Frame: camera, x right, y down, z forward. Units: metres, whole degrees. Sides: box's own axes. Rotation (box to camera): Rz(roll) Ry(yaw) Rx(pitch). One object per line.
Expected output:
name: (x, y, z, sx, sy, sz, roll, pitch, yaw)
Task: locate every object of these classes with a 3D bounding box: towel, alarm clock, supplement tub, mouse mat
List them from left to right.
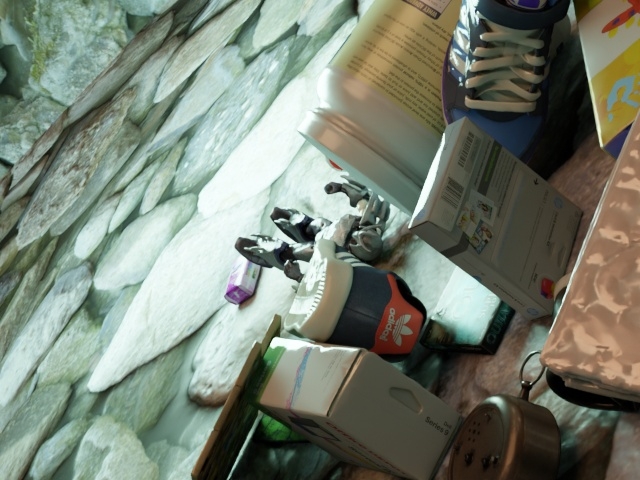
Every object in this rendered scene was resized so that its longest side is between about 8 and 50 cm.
mouse mat: (-0.015, 0.199, 1.821, 0.189, 0.007, 0.153, -12, 46, 56)
supplement tub: (0.143, -0.214, 1.800, 0.325, 0.235, 0.235, -53, 23, 0)
alarm clock: (0.179, 0.196, 1.343, 0.192, 0.064, 0.129, -69, 19, -9)
towel: (0.379, 0.009, 1.107, 0.331, 0.053, 0.317, 12, 65, 32)

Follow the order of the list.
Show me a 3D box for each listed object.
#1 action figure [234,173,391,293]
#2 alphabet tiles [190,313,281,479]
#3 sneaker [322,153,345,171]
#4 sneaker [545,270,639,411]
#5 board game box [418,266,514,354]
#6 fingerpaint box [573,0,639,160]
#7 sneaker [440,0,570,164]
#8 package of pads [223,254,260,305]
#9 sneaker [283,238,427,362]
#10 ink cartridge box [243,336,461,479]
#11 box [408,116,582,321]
action figure: (0.000, 0.000, 1.957, 0.285, 0.099, 0.185, -1, 51, 58)
alphabet tiles: (-0.114, 0.247, 1.713, 0.342, 0.011, 0.285, 99, -164, -69)
sneaker: (0.092, -0.222, 2.100, 0.270, 0.090, 0.145, -49, 24, 20)
sneaker: (0.316, 0.073, 1.258, 0.295, 0.104, 0.147, -31, 35, 50)
board game box: (0.194, 0.046, 1.609, 0.126, 0.026, 0.186, -5, 52, 60)
fingerpaint box: (0.472, -0.282, 1.363, 0.445, 0.163, 0.371, -42, 25, 29)
sneaker: (0.209, -0.231, 1.562, 0.236, 0.130, 0.323, 15, -98, -87)
package of pads: (-0.122, 0.057, 2.187, 0.050, 0.032, 0.083, -37, 28, 40)
sneaker: (0.047, 0.085, 1.695, 0.350, 0.148, 0.131, -116, 47, -83)
ink cartridge box: (0.033, 0.186, 1.557, 0.212, 0.154, 0.093, -3, 55, 61)
box: (0.193, -0.023, 1.502, 0.038, 0.186, 0.145, -25, 36, 52)
